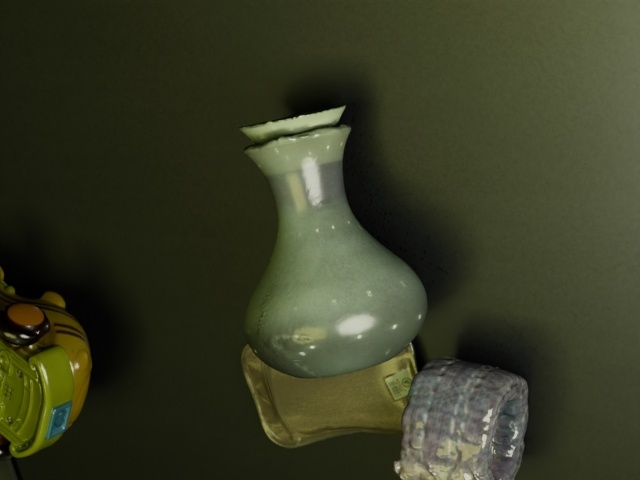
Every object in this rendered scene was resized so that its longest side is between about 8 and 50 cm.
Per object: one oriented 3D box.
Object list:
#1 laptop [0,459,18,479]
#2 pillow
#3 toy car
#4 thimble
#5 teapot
[{"bbox_3d":[-0.459,0.306,2.001,0.188,0.015,0.269,-5,110,31],"label":"laptop"},{"bbox_3d":[0.014,0.155,1.645,0.218,0.033,0.130,-11,104,34],"label":"pillow"},{"bbox_3d":[-0.354,0.125,1.777,0.248,0.142,0.200,37,126,22],"label":"toy car"},{"bbox_3d":[0.139,0.190,1.520,0.098,0.150,0.150,11,118,22],"label":"thimble"},{"bbox_3d":[0.000,0.000,1.505,0.184,0.183,0.250,-8,97,33],"label":"teapot"}]
